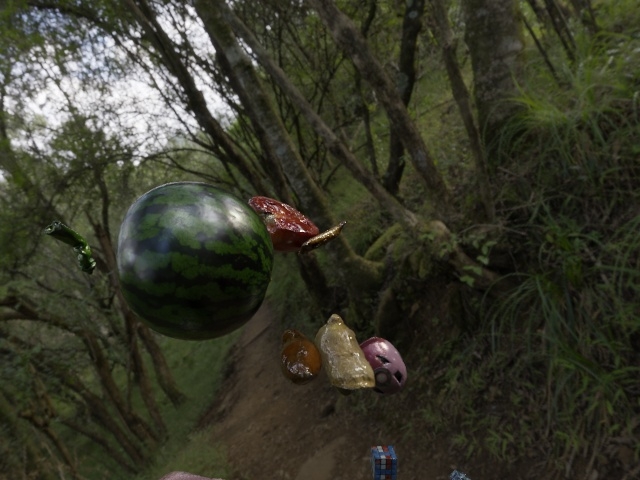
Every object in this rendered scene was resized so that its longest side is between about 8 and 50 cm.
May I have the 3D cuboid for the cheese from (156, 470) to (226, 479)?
[{"bbox_3d":[-0.174,0.363,0.610,0.189,0.074,0.285,9,-34,1],"label":"cheese"}]

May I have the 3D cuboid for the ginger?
[{"bbox_3d":[0.061,0.331,1.269,0.127,0.189,0.354,1,16,-17],"label":"ginger"}]

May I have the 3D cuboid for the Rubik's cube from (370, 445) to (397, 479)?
[{"bbox_3d":[0.254,0.898,1.787,0.092,0.092,0.092,1,6,-5],"label":"Rubik's cube"}]

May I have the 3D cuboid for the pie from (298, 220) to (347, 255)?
[{"bbox_3d":[-0.002,0.001,1.141,0.088,0.033,0.191,-31,0,43],"label":"pie"}]

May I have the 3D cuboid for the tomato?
[{"bbox_3d":[-0.128,-0.029,1.353,0.200,0.233,0.139,0,-55,-54],"label":"tomato"}]

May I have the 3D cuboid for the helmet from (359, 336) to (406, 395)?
[{"bbox_3d":[0.243,0.524,1.765,0.198,0.253,0.154,-38,37,10],"label":"helmet"}]

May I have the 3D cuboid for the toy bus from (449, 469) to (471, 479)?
[{"bbox_3d":[0.594,0.984,1.761,0.047,0.166,0.065,-53,10,7],"label":"toy bus"}]

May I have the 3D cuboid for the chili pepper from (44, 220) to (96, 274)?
[{"bbox_3d":[-0.290,0.009,0.524,0.022,0.083,0.027,-9,43,11],"label":"chili pepper"}]

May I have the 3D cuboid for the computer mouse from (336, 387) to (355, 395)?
[{"bbox_3d":[0.064,0.408,1.560,0.072,0.158,0.310,1,20,-10],"label":"computer mouse"}]

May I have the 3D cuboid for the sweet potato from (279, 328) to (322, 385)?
[{"bbox_3d":[-0.029,0.155,0.594,0.057,0.057,0.264,-29,-3,-8],"label":"sweet potato"}]

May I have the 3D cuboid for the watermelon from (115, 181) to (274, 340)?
[{"bbox_3d":[-0.225,0.039,0.809,0.285,0.285,0.285,-29,1,1],"label":"watermelon"}]
